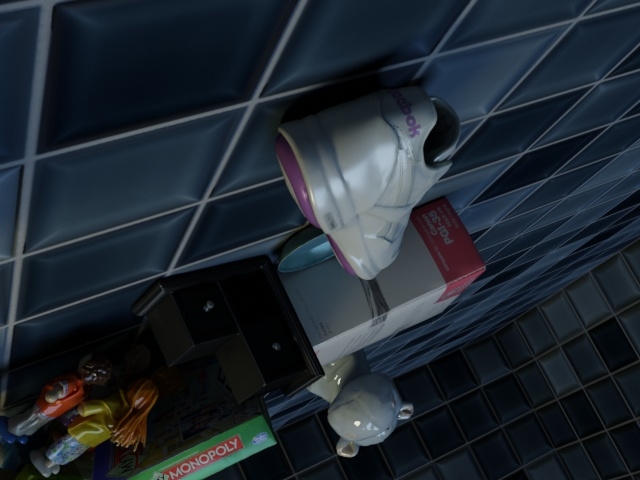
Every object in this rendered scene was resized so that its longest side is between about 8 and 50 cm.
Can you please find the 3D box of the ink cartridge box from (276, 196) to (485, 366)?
[{"bbox_3d":[0.050,0.074,1.238,0.283,0.117,0.207,-22,166,-18],"label":"ink cartridge box"}]

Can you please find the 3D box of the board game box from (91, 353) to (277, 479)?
[{"bbox_3d":[-0.179,0.218,1.174,0.214,0.046,0.317,-25,-163,-4],"label":"board game box"}]

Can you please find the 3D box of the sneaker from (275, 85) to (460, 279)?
[{"bbox_3d":[0.063,-0.048,0.828,0.152,0.114,0.305,-26,166,4],"label":"sneaker"}]

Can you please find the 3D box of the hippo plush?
[{"bbox_3d":[0.013,0.243,1.529,0.234,0.236,0.294,-25,166,-8],"label":"hippo plush"}]

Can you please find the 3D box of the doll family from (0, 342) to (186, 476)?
[{"bbox_3d":[-0.244,0.198,1.082,0.163,0.118,0.263,-35,175,2],"label":"doll family"}]

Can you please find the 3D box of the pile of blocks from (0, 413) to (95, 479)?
[{"bbox_3d":[-0.339,0.282,1.170,0.112,0.149,0.362,-53,-161,6],"label":"pile of blocks"}]

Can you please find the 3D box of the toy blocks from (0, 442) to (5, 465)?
[{"bbox_3d":[-0.424,0.307,0.870,0.289,0.309,0.260,-22,149,-14],"label":"toy blocks"}]

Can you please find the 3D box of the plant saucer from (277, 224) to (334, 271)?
[{"bbox_3d":[0.000,0.000,1.082,0.119,0.021,0.119,-24,166,-6],"label":"plant saucer"}]

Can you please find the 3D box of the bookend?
[{"bbox_3d":[-0.102,0.111,1.025,0.157,0.156,0.072,-12,160,-43],"label":"bookend"}]
